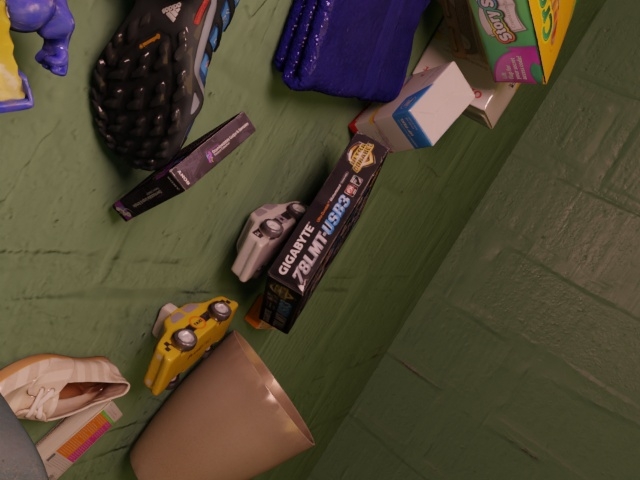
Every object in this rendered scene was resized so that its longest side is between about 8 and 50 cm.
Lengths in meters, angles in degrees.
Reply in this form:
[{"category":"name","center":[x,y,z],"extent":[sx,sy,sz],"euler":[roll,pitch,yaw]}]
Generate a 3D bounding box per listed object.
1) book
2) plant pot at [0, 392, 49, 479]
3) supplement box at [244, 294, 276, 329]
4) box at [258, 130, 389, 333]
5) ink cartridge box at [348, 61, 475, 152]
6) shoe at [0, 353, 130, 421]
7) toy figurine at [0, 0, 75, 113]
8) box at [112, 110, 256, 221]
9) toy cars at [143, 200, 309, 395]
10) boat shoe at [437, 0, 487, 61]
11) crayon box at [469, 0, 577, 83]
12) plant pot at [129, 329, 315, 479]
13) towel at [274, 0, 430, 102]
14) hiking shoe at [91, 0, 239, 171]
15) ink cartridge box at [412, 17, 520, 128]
[{"category":"book","center":[-0.366,0.296,0.882],"extent":[0.144,0.035,0.096],"euler":[-44,159,-27]},{"category":"plant pot","center":[-0.377,0.247,0.491],"extent":[0.247,0.252,0.248],"euler":[-51,158,-15]},{"category":"supplement box","center":[-0.106,0.148,1.212],"extent":[0.062,0.036,0.098],"euler":[-57,159,4]},{"category":"box","center":[0.000,0.000,1.043],"extent":[0.293,0.073,0.295],"euler":[-59,176,-21]},{"category":"ink cartridge box","center":[0.145,-0.228,1.063],"extent":[0.134,0.231,0.078],"euler":[-49,113,-19]},{"category":"shoe","center":[-0.333,0.189,0.762],"extent":[0.076,0.058,0.219],"euler":[-59,158,8]},{"category":"toy figurine","center":[-0.249,-0.119,0.350],"extent":[0.362,0.191,0.217],"euler":[-31,152,-45]},{"category":"box","center":[-0.153,-0.079,0.653],"extent":[0.162,0.029,0.116],"euler":[-16,-153,51]},{"category":"toy cars","center":[-0.154,0.064,0.938],"extent":[0.393,0.087,0.176],"euler":[-53,171,-19]},{"category":"boat shoe","center":[0.229,-0.437,0.986],"extent":[0.121,0.110,0.341],"euler":[-60,141,-25]},{"category":"crayon box","center":[0.324,-0.483,0.914],"extent":[0.363,0.106,0.313],"euler":[46,62,-50]},{"category":"plant pot","center":[-0.194,0.347,1.075],"extent":[0.274,0.256,0.256],"euler":[-36,155,-8]},{"category":"towel","center":[0.058,-0.322,0.864],"extent":[0.308,0.076,0.227],"euler":[-17,129,-58]},{"category":"hiking shoe","center":[-0.129,-0.201,0.575],"extent":[0.132,0.113,0.304],"euler":[-46,166,-53]},{"category":"ink cartridge box","center":[0.332,-0.380,1.212],"extent":[0.232,0.171,0.168],"euler":[-59,158,9]}]
